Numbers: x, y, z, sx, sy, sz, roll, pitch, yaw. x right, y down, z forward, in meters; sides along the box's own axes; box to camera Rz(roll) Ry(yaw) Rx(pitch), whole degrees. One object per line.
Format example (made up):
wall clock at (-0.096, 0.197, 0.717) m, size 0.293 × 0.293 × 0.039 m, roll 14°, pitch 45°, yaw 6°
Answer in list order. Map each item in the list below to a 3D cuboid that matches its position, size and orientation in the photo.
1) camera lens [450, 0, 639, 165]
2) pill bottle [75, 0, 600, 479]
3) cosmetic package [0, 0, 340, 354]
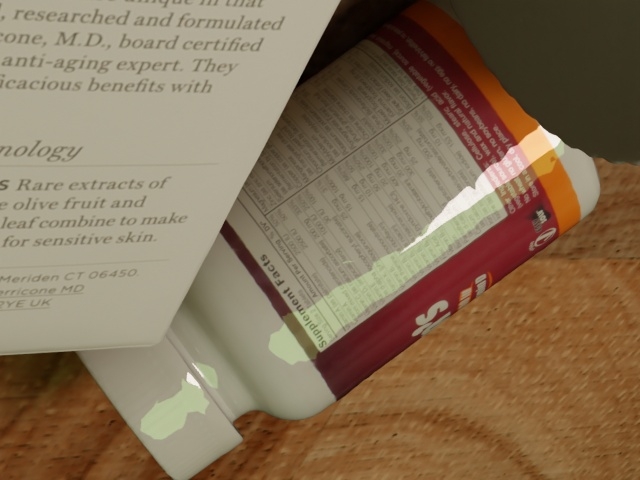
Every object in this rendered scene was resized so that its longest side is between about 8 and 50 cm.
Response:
camera lens at (0.199, -0.165, 0.708) m, size 0.274 × 0.219 × 0.219 m, roll -22°, pitch 143°, yaw -24°
pill bottle at (0.000, 0.000, 0.799) m, size 0.221 × 0.121 × 0.121 m, roll -36°, pitch 146°, yaw -4°
cosmetic package at (-0.070, -0.156, 0.436) m, size 0.155 × 0.197 × 0.366 m, roll -2°, pitch 138°, yaw -31°
